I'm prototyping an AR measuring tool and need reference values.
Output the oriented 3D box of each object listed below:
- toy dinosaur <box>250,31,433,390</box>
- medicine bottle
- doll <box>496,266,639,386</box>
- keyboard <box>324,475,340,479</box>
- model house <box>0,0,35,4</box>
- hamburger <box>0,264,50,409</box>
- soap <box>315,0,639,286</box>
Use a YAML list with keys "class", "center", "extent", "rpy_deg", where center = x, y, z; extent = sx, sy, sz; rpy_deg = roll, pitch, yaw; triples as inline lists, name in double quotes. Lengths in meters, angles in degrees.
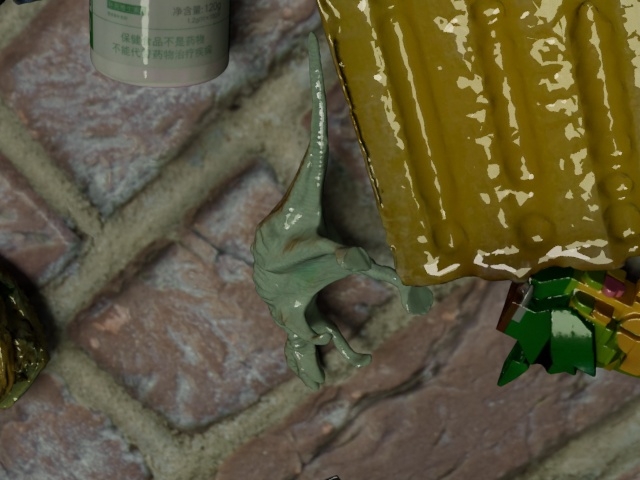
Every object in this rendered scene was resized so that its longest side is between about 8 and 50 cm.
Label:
- class: "toy dinosaur"
  center: [0.000, 0.000, 1.243]
  extent: [0.205, 0.092, 0.393]
  rpy_deg: [16, 128, 48]
- class: "medicine bottle"
  center: [-0.142, -0.285, 1.151]
  extent: [0.133, 0.133, 0.274]
  rpy_deg: [11, 118, 15]
- class: "doll"
  center: [0.253, 0.079, 1.192]
  extent: [0.186, 0.106, 0.134]
  rpy_deg: [2, 121, 20]
- class: "keyboard"
  center: [0.041, 0.357, 1.463]
  extent: [0.074, 0.015, 0.196]
  rpy_deg: [-26, 104, 29]
- class: "model house"
  center: [-0.308, -0.289, 1.180]
  extent: [0.172, 0.183, 0.167]
  rpy_deg: [0, 115, 4]
- class: "hamburger"
  center: [-0.415, 0.099, 1.451]
  extent: [0.215, 0.122, 0.189]
  rpy_deg: [45, 115, 0]
- class: "soap"
  center: [0.171, -0.140, 1.089]
  extent: [0.293, 0.156, 0.335]
  rpy_deg: [-10, 111, 22]
